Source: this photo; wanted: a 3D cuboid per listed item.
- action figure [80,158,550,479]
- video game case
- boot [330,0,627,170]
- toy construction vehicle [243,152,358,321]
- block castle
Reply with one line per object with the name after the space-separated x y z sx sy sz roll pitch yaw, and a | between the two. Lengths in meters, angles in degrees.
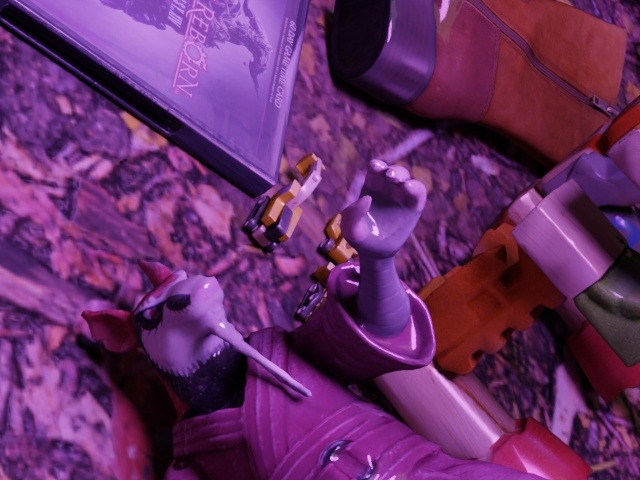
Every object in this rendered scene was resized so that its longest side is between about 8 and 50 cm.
0.031 0.133 0.903 0.370 0.248 0.276 44 -2 21 | action figure
-0.122 -0.172 1.082 0.274 0.026 0.196 34 44 -26 | video game case
0.145 -0.194 1.290 0.280 0.096 0.264 18 68 -39 | boot
0.000 0.000 1.085 0.086 0.035 0.098 47 39 -13 | toy construction vehicle
0.266 -0.005 1.050 0.213 0.453 0.303 49 37 1 | block castle
